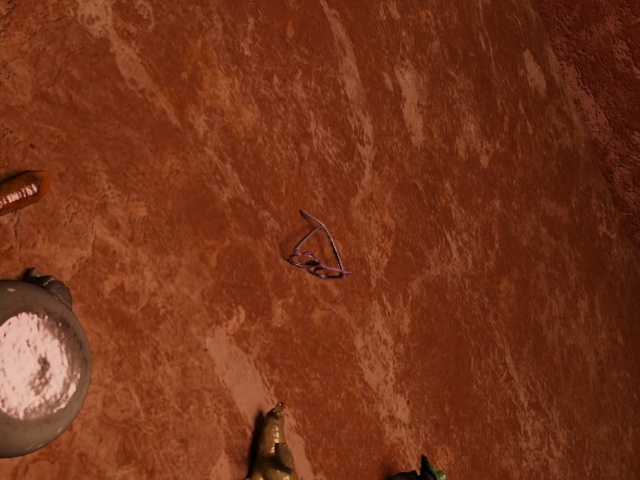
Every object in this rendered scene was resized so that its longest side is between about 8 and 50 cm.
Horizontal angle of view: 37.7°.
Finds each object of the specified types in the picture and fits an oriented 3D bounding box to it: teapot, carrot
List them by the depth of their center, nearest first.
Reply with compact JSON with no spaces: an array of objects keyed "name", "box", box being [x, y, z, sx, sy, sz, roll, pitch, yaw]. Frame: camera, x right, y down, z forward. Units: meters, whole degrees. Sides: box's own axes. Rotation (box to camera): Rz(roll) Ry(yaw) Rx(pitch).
[{"name":"teapot","box":[-0.350,0.140,1.029,0.193,0.129,0.294,50,47,-34]},{"name":"carrot","box":[-0.387,-0.045,1.094,0.171,0.042,0.042,-30,105,-50]}]

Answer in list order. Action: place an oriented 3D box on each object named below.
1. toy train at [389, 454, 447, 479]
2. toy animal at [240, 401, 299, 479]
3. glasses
[{"name":"toy train","box":[0.185,0.492,1.569,0.201,0.145,0.266,61,-2,-14]},{"name":"toy animal","box":[-0.059,0.361,1.406,0.101,0.103,0.218,-42,114,-70]},{"name":"glasses","box":[0.000,0.000,1.581,0.140,0.063,0.103,31,56,-47]}]
